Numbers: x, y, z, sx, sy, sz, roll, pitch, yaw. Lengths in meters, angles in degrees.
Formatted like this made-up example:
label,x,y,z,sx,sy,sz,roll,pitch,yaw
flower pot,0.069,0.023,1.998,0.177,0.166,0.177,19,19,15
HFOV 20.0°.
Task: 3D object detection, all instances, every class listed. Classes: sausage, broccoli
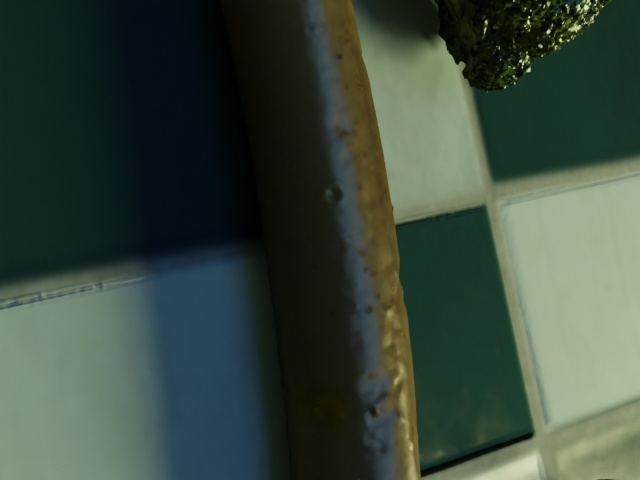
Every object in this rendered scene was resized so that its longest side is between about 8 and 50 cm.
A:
label,x,y,z,sx,sy,sz,roll,pitch,yaw
sausage,0.002,-0.001,0.793,0.066,0.066,0.301,-6,87,-46
broccoli,0.091,-0.156,0.861,0.138,0.162,0.145,6,65,-14

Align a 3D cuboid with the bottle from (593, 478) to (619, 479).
label,x,y,z,sx,sy,sz,roll,pitch,yaw
bottle,0.127,0.183,0.886,0.053,0.053,0.140,50,51,-26
